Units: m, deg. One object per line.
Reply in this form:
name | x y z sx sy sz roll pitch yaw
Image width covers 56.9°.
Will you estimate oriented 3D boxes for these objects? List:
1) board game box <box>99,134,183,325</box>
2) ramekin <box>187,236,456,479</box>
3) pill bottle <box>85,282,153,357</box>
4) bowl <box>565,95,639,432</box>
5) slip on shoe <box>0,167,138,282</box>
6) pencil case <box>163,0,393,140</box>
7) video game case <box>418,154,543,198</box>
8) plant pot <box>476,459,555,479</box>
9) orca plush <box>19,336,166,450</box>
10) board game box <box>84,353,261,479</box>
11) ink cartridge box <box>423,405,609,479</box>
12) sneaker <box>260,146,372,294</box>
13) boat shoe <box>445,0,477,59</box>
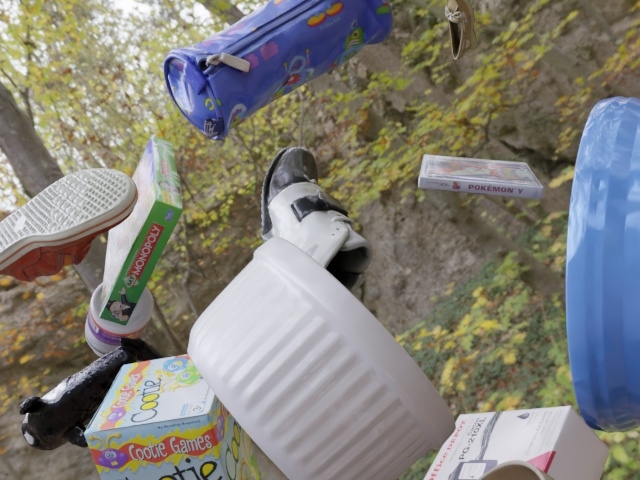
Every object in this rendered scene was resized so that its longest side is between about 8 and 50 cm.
board game box | -0.305 -0.033 1.002 0.046 0.317 0.213 21 -72 -25
ramekin | -0.009 0.107 0.458 0.109 0.207 0.207 -42 -21 -12
pill bottle | -0.383 0.155 1.111 0.108 0.108 0.193 -26 -15 -35
bowl | 0.374 0.029 0.689 0.391 0.077 0.391 -4 -85 -54
slip on shoe | -0.388 -0.016 0.903 0.331 0.123 0.101 -22 -40 29
pencil case | -0.048 -0.243 0.736 0.306 0.119 0.133 -36 0 -19
video game case | 0.258 -0.110 0.976 0.201 0.183 0.023 -58 -28 -68
plant pot | 0.197 0.366 0.502 0.284 0.191 0.284 -60 -4 -7
orca plush | -0.358 0.269 0.930 0.287 0.102 0.151 -32 -23 6
board game box | -0.162 0.299 0.740 0.142 0.275 0.144 -10 20 3
ink cartridge box | 0.280 0.352 0.888 0.172 0.100 0.237 -47 9 -34
sneaker | 0.000 0.000 0.763 0.146 0.330 0.122 -12 -39 19
boat shoe | 0.281 -0.441 1.208 0.048 0.056 0.153 -36 -38 -4
